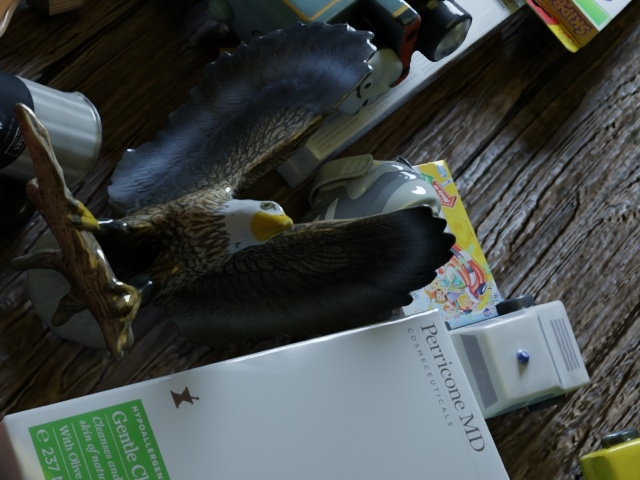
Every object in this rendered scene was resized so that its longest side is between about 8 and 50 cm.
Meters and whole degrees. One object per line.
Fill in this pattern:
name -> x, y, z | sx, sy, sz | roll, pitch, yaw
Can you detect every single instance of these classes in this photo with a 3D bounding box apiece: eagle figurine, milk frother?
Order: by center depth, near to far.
eagle figurine -> -0.068, -0.017, 1.201 | 0.298, 0.226, 0.225 | -24, 45, -38
milk frother -> -0.274, -0.089, 1.230 | 0.143, 0.129, 0.135 | 43, 13, 30

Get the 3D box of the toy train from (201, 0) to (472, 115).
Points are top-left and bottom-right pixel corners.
toy train -> -0.030, -0.249, 1.359 | 0.190, 0.142, 0.334 | -40, 74, -20

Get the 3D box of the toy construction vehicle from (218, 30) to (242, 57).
toy construction vehicle -> -0.051, -0.168, 1.411 | 0.086, 0.035, 0.098 | 1, 65, -14

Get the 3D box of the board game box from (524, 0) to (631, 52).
board game box -> 0.264, -0.280, 1.574 | 0.124, 0.039, 0.259 | 48, 42, 0

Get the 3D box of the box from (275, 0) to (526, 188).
box -> 0.071, -0.163, 1.447 | 0.067, 0.063, 0.324 | 49, 56, 2

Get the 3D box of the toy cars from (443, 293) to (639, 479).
toy cars -> 0.243, 0.151, 1.362 | 0.394, 0.087, 0.176 | 29, 63, -18

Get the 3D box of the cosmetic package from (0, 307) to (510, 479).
cosmetic package -> -0.055, 0.196, 1.172 | 0.366, 0.155, 0.197 | -14, 72, -30

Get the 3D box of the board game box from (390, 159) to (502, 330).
board game box -> 0.092, 0.010, 1.402 | 0.103, 0.026, 0.154 | -14, 75, -30

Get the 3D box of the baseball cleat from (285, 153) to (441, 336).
baseball cleat -> 0.000, 0.000, 1.335 | 0.206, 0.072, 0.109 | -29, 53, -14

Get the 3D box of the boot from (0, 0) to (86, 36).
boot -> -0.271, -0.245, 1.263 | 0.073, 0.152, 0.197 | 19, 34, 34
